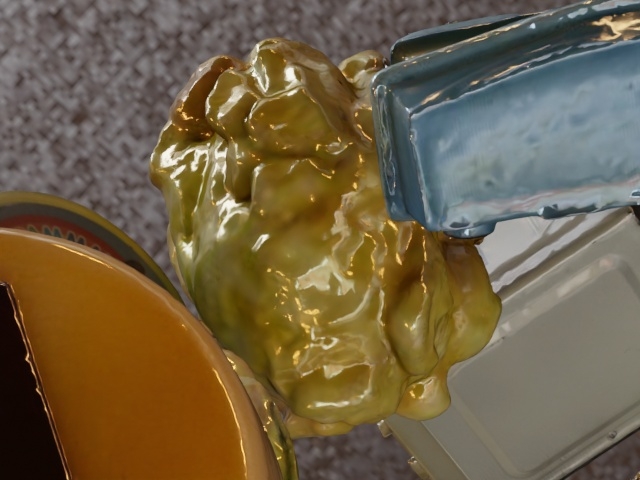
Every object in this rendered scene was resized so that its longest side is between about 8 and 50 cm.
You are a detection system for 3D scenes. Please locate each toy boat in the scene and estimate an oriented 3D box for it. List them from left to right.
[{"bbox_3d":[0.137,-0.073,0.881,0.238,0.109,0.098,-12,30,-7],"label":"toy boat"}]

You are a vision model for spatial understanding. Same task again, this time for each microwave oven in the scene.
[{"bbox_3d":[0.144,0.028,1.623,0.286,0.218,0.355,-34,33,5],"label":"microwave oven"}]

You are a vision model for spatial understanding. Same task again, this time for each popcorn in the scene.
[{"bbox_3d":[0.000,0.000,1.304,0.215,0.252,0.286,-24,54,10],"label":"popcorn"}]

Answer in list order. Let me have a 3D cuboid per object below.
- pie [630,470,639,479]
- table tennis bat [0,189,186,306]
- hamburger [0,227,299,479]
[{"bbox_3d":[0.334,0.322,1.769,0.274,0.055,0.274,-166,90,-69],"label":"pie"},{"bbox_3d":[-0.143,0.131,1.159,0.054,0.224,0.368,-35,59,39],"label":"table tennis bat"},{"bbox_3d":[-0.144,0.142,0.803,0.300,0.176,0.300,2,61,-3],"label":"hamburger"}]
